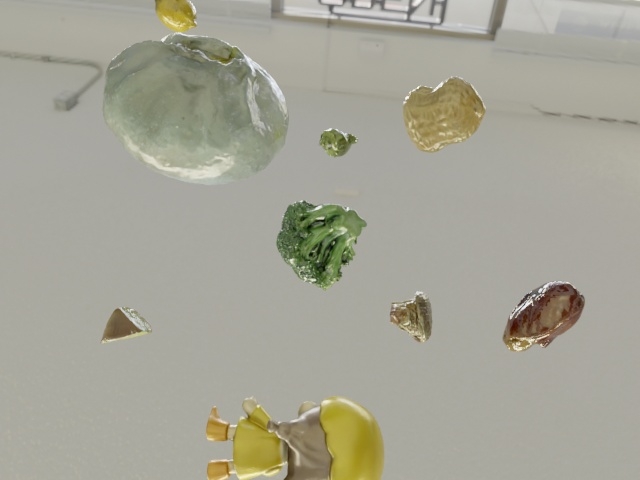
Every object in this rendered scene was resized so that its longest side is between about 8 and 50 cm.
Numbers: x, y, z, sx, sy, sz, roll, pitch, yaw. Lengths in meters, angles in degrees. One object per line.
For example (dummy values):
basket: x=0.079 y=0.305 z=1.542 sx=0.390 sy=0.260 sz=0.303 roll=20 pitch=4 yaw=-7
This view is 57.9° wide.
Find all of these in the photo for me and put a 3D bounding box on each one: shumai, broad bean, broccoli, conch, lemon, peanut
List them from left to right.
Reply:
lemon: x=-0.339 y=-0.539 z=1.374 sx=0.111 sy=0.082 sz=0.082 roll=35 pitch=-142 yaw=-5
broccoli: x=0.000 y=0.000 z=1.634 sx=0.295 sy=0.245 sz=0.265 roll=16 pitch=-132 yaw=-45
conch: x=0.045 y=-0.268 z=1.603 sx=0.121 sy=0.089 sz=0.074 roll=-11 pitch=-106 yaw=-31
shumai: x=0.245 y=0.208 z=1.586 sx=0.116 sy=0.145 sz=0.145 roll=-9 pitch=-147 yaw=18
peanut: x=0.354 y=-0.363 z=1.672 sx=0.233 sy=0.196 sz=0.110 roll=-13 pitch=-174 yaw=32
broad bean: x=0.559 y=0.198 z=1.458 sx=0.122 sy=0.228 sz=0.156 roll=37 pitch=-164 yaw=-7

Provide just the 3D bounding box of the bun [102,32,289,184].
bun: x=-0.230 y=-0.262 z=1.090 sx=0.362 sy=0.211 sz=0.361 roll=8 pitch=-144 yaw=-6

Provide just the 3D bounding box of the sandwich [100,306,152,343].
sandwich: x=-0.257 y=0.109 z=0.763 sx=0.083 sy=0.043 sz=0.031 roll=-14 pitch=165 yaw=27

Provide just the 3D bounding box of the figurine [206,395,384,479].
figurine: x=-0.049 y=0.411 z=1.114 sx=0.344 sy=0.214 sz=0.187 roll=-4 pitch=-170 yaw=9
